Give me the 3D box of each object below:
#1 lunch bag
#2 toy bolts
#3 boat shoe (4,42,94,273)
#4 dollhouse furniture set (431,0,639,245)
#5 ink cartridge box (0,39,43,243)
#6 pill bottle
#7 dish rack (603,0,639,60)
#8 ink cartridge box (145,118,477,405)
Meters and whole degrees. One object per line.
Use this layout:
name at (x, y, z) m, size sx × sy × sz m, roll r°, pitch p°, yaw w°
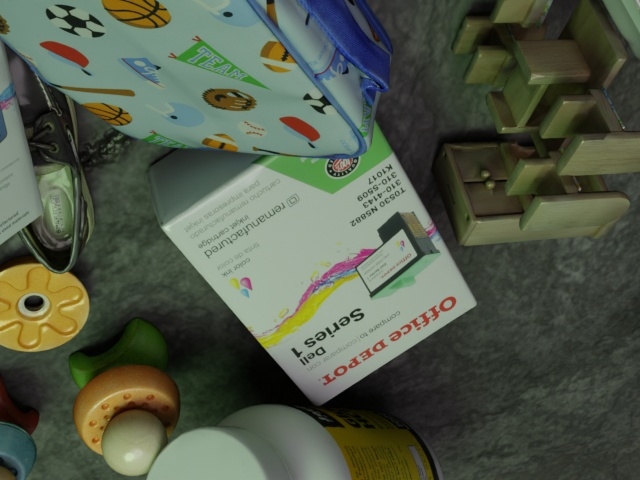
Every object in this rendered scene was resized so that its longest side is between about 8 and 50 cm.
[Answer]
lunch bag at (-0.085, -0.154, 0.557) m, size 0.303 × 0.243 × 0.114 m, roll 37°, pitch 61°, yaw -59°
toy bolts at (-0.267, 0.156, 0.768) m, size 0.229 × 0.158 × 0.218 m, roll -33°, pitch 126°, yaw 2°
boat shoe at (-0.237, -0.072, 0.687) m, size 0.080 × 0.073 × 0.223 m, roll -14°, pitch 125°, yaw -11°
dollhouse furniture set at (0.224, -0.106, 0.755) m, size 0.161 × 0.212 × 0.242 m, roll -4°, pitch 148°, yaw -15°
ink cartridge box at (-0.307, -0.103, 0.592) m, size 0.154 × 0.093 × 0.212 m, roll 11°, pitch 123°, yaw 19°
pill bottle at (-0.017, 0.262, 0.836) m, size 0.188 × 0.188 × 0.334 m, roll -47°, pitch 150°, yaw 12°
dish rack at (0.257, -0.319, 0.635) m, size 0.285 × 0.072 × 0.333 m, roll -51°, pitch 116°, yaw -20°
ink cartridge box at (0.000, 0.000, 0.790) m, size 0.201 × 0.117 × 0.278 m, roll -33°, pitch 126°, yaw 3°
